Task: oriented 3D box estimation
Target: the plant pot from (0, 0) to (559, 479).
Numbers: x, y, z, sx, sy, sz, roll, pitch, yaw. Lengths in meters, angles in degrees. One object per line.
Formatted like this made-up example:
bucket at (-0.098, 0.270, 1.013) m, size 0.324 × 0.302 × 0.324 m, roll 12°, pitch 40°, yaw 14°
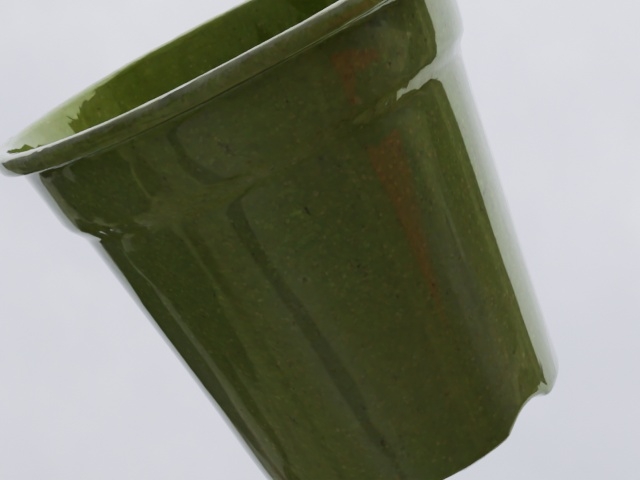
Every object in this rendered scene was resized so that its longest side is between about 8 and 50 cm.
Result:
plant pot at (0.000, 0.000, 0.829) m, size 0.276 × 0.276 × 0.254 m, roll -18°, pitch -73°, yaw 32°
